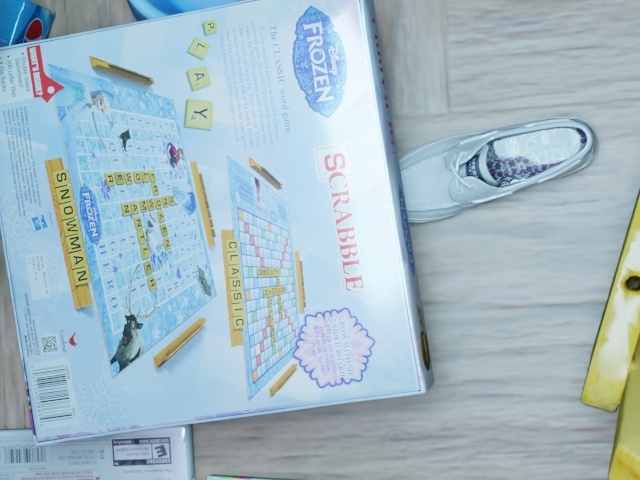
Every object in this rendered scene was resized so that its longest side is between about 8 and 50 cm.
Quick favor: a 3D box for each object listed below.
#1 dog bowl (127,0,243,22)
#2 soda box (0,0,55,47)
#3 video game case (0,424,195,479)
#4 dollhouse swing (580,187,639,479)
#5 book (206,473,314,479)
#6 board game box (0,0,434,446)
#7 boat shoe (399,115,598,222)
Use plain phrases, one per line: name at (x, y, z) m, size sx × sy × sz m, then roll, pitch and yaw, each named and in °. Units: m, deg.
dog bowl at (-0.048, -0.279, 1.161) m, size 0.297 × 0.074 × 0.166 m, roll -43°, pitch 82°, yaw 8°
soda box at (-0.343, -0.202, 1.215) m, size 0.210 × 0.071 × 0.067 m, roll 19°, pitch 92°, yaw 11°
video game case at (-0.203, 0.250, 1.203) m, size 0.201 × 0.023 × 0.183 m, roll -4°, pitch 88°, yaw 10°
dollhouse swing at (0.377, 0.052, 0.958) m, size 0.347 × 0.305 × 0.315 m, roll 16°, pitch 92°, yaw 12°
book at (-0.025, 0.246, 1.166) m, size 0.144 × 0.035 × 0.096 m, roll 3°, pitch 86°, yaw 10°
board game box at (-0.092, -0.018, 1.103) m, size 0.318 × 0.066 × 0.318 m, roll -8°, pitch 91°, yaw 12°
boat shoe at (0.132, -0.057, 1.127) m, size 0.184 × 0.063 × 0.066 m, roll -10°, pitch 87°, yaw 10°
